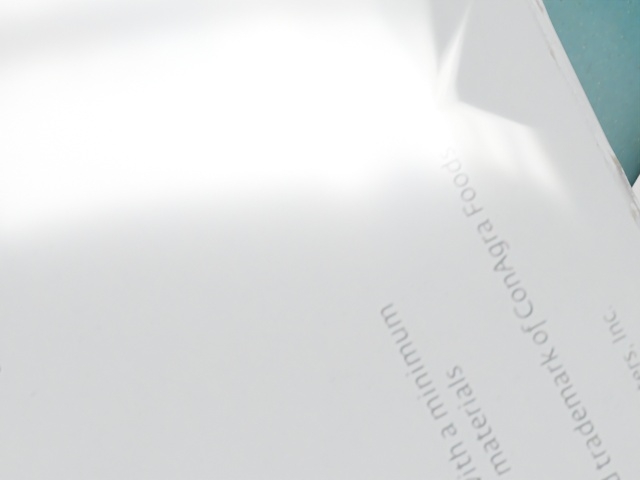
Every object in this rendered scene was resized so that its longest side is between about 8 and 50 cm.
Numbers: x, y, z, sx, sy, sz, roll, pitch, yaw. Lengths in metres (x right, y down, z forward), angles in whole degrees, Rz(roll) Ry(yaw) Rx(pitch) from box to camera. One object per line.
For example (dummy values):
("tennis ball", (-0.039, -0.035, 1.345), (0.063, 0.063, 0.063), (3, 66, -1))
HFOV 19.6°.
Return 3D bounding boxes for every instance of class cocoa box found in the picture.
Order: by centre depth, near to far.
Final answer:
("cocoa box", (-0.058, 0.021, 0.496), (0.347, 0.231, 0.228), (63, -10, -1))

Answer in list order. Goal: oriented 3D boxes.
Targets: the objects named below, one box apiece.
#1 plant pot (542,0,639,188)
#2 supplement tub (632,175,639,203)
("plant pot", (0.002, -0.047, 0.752), (0.271, 0.272, 0.255), (136, -21, -79))
("supplement tub", (0.235, 0.019, 1.009), (0.235, 0.325, 0.235), (-51, -158, 29))
